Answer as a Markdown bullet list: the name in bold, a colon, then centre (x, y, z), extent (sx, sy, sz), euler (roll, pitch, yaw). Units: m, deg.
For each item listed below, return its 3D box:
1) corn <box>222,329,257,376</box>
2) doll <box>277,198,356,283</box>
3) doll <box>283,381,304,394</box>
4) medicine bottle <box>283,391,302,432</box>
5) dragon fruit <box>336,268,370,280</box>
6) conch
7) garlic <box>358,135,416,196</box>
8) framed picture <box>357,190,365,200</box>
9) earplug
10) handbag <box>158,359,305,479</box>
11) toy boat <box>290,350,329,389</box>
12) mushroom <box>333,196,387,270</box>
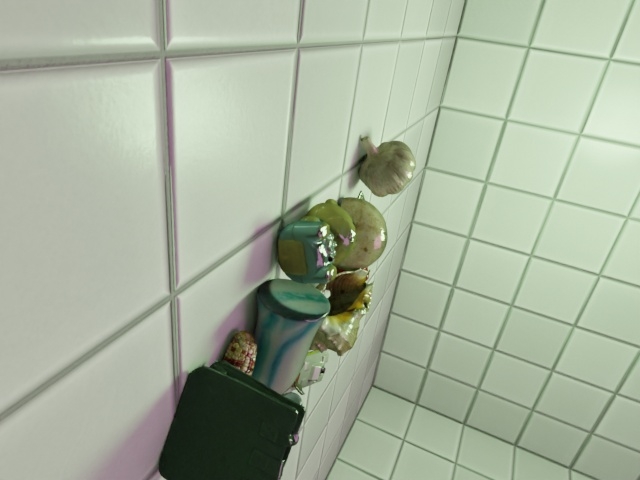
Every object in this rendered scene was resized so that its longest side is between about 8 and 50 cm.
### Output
- **corn**: centre (-0.206, 0.336, 1.042), extent (0.086, 0.086, 0.253), euler (35, 73, -71)
- **doll**: centre (0.000, 0.000, 1.194), extent (0.261, 0.162, 0.176), euler (-38, 121, -56)
- **doll**: centre (-0.088, 0.363, 1.429), extent (0.202, 0.091, 0.285), euler (77, 25, -44)
- **medicine bottle**: centre (-0.103, 0.627, 1.614), extent (0.203, 0.084, 0.083), euler (89, 26, -46)
- **dragon fruit**: centre (0.122, 0.120, 1.704), extent (0.166, 0.133, 0.136), euler (-54, 162, -46)
- **conch**: centre (0.044, 0.223, 1.497), extent (0.324, 0.187, 0.263), euler (-57, 140, -34)
- **garlic**: centre (0.209, -0.274, 1.554), extent (0.212, 0.219, 0.218), euler (41, 64, -39)
- **framed picture**: centre (0.150, -0.053, 1.803), extent (0.274, 0.017, 0.216), euler (53, 57, -68)
- **earplug**: centre (-0.106, 0.282, 1.165), extent (0.185, 0.185, 0.323), euler (-33, 144, -62)
- **handbag**: centre (-0.177, 0.402, 0.908), extent (0.247, 0.260, 0.079), euler (-70, 160, -1)
- **toy boat**: centre (-0.059, 0.460, 1.576), extent (0.295, 0.088, 0.129), euler (13, 94, -64)
- **mushroom**: centre (0.138, -0.011, 1.541), extent (0.195, 0.189, 0.253), euler (-15, 127, -66)
